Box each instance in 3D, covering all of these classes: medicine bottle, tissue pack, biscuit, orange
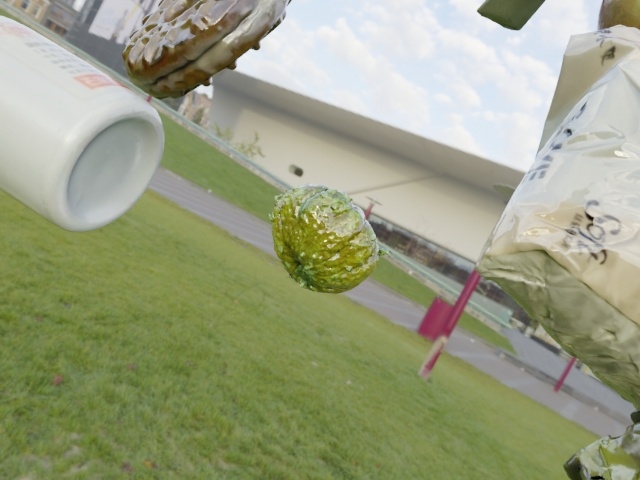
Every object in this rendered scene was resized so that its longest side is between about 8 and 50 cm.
[{"bbox_3d":[-0.428,-0.188,0.676,0.371,0.211,0.211,32,3,10],"label":"medicine bottle"},{"bbox_3d":[0.388,-0.016,0.575,0.390,0.376,0.195,36,-21,-11],"label":"tissue pack"},{"bbox_3d":[-0.196,-0.379,0.831,0.332,0.332,0.103,31,-16,48],"label":"biscuit"},{"bbox_3d":[0.000,0.000,1.194,0.300,0.223,0.301,8,-46,50],"label":"orange"}]

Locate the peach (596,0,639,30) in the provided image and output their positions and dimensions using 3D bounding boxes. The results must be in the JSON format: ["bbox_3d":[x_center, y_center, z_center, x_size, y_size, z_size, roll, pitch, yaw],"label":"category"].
[{"bbox_3d":[0.610,-0.375,0.799,0.252,0.252,0.252,28,3,-1],"label":"peach"}]

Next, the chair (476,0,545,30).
[{"bbox_3d":[0.512,-0.575,1.027,0.160,0.319,0.186,5,46,-31],"label":"chair"}]

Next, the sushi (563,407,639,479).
[{"bbox_3d":[0.213,0.141,0.169,0.139,0.131,0.291,56,-4,-6],"label":"sushi"}]
